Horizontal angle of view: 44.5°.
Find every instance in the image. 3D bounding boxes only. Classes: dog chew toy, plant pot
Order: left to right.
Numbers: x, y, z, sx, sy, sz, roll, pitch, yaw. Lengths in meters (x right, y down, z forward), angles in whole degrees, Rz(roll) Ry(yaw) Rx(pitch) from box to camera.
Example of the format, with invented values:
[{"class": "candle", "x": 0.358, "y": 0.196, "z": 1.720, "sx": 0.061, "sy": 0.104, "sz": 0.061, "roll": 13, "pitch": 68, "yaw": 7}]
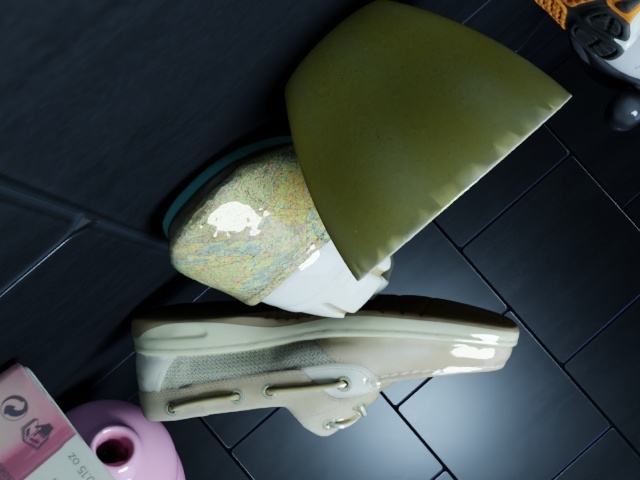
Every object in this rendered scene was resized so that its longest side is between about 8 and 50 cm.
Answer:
[{"class": "dog chew toy", "x": -0.230, "y": 0.264, "z": 0.793, "sx": 0.206, "sy": 0.206, "sz": 0.332, "roll": -38, "pitch": 167, "yaw": -37}, {"class": "plant pot", "x": 0.038, "y": -0.059, "z": 0.383, "sx": 0.134, "sy": 0.095, "sz": 0.134, "roll": -41, "pitch": 176, "yaw": -3}]

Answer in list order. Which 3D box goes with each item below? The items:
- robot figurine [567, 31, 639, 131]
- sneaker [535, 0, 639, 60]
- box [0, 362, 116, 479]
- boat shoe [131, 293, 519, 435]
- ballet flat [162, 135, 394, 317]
[{"class": "robot figurine", "x": 0.344, "y": -0.240, "z": 0.807, "sx": 0.174, "sy": 0.209, "sz": 0.278, "roll": -26, "pitch": 179, "yaw": 15}, {"class": "sneaker", "x": 0.248, "y": -0.226, "z": 0.592, "sx": 0.121, "sy": 0.099, "sz": 0.262, "roll": -45, "pitch": 177, "yaw": 0}, {"class": "box", "x": -0.233, "y": 0.200, "z": 0.443, "sx": 0.232, "sy": 0.127, "sz": 0.148, "roll": -38, "pitch": 176, "yaw": -31}, {"class": "boat shoe", "x": 0.002, "y": 0.098, "z": 0.617, "sx": 0.302, "sy": 0.098, "sz": 0.109, "roll": -2, "pitch": -177, "yaw": 5}, {"class": "ballet flat", "x": 0.000, "y": 0.000, "z": 0.553, "sx": 0.123, "sy": 0.123, "sz": 0.348, "roll": -41, "pitch": 176, "yaw": 8}]
